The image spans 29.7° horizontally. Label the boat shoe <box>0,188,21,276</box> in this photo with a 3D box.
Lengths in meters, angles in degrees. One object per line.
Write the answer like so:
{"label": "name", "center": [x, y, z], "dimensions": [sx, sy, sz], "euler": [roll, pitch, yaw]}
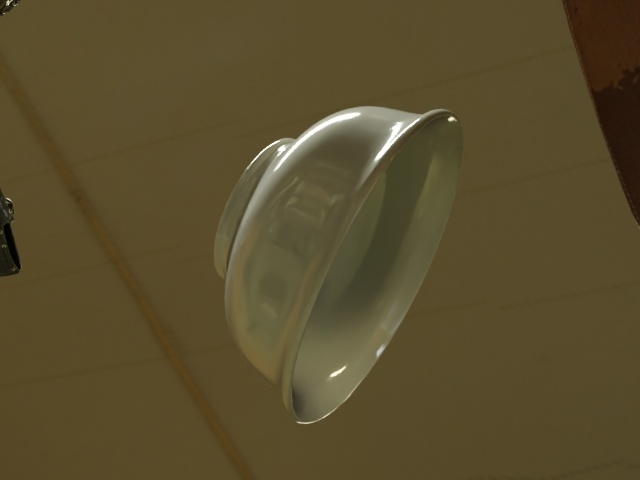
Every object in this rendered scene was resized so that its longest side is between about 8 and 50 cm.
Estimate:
{"label": "boat shoe", "center": [-0.361, -0.027, 1.351], "dimensions": [0.040, 0.049, 0.142], "euler": [-3, -72, -3]}

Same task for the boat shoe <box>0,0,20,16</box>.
{"label": "boat shoe", "center": [-0.371, -0.305, 1.327], "dimensions": [0.340, 0.113, 0.127], "euler": [5, -68, 65]}

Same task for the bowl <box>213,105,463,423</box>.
{"label": "bowl", "center": [0.000, 0.000, 1.063], "dimensions": [0.134, 0.298, 0.298], "euler": [26, -49, 19]}

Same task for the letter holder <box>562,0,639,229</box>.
{"label": "letter holder", "center": [0.290, -0.143, 0.992], "dimensions": [0.214, 0.152, 0.301], "euler": [139, -61, -65]}
